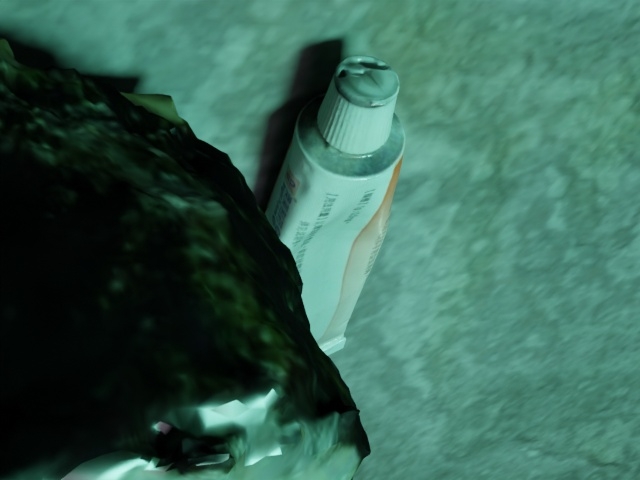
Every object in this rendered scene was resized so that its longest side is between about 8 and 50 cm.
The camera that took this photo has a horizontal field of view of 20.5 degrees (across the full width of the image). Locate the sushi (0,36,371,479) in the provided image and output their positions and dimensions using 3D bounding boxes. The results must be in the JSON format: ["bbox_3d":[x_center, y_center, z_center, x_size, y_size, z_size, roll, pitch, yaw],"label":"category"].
[{"bbox_3d":[-0.163,0.080,0.508,0.350,0.171,0.211,-26,153,-4],"label":"sushi"}]

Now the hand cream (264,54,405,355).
[{"bbox_3d":[0.002,0.001,0.671,0.052,0.038,0.216,5,149,-8],"label":"hand cream"}]
